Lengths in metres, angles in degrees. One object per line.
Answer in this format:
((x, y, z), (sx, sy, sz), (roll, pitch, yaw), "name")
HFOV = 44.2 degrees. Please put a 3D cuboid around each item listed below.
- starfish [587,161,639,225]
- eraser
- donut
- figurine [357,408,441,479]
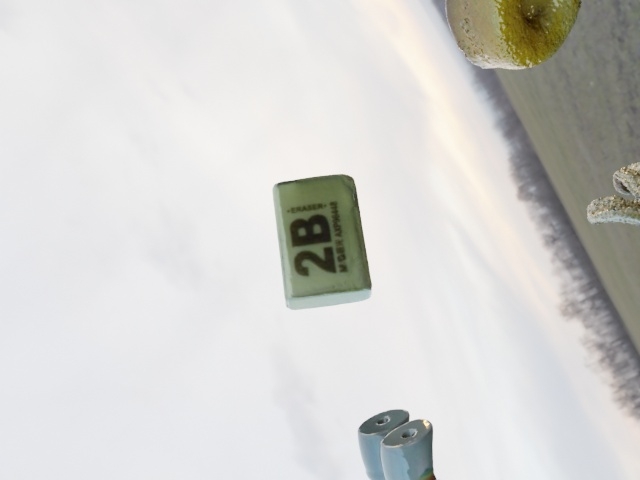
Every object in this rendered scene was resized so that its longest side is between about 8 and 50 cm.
((0.405, -0.042, 0.852), (0.071, 0.216, 0.238), (52, -158, -33), "starfish")
((0.000, 0.000, 1.055), (0.058, 0.117, 0.172), (81, -178, -70), "eraser")
((0.170, -0.218, 0.668), (0.058, 0.152, 0.152), (28, 168, 46), "donut")
((0.114, 0.370, 0.832), (0.381, 0.205, 0.224), (65, 156, 4), "figurine")
